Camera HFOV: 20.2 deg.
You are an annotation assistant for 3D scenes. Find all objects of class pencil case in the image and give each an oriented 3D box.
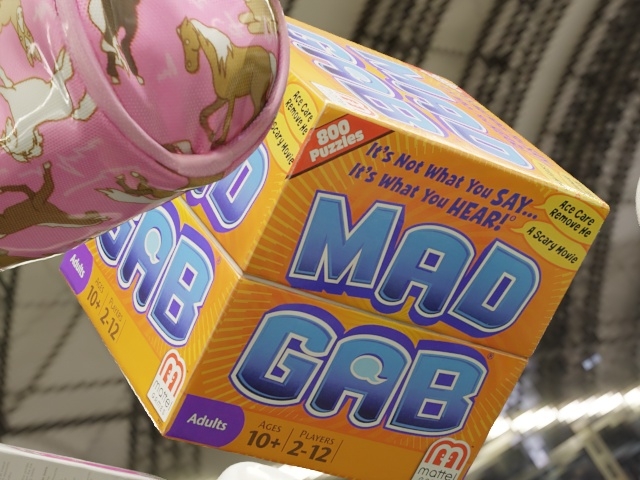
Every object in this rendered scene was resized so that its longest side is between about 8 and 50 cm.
[{"bbox_3d":[-0.192,-0.071,0.961,0.386,0.160,0.167,-18,42,43],"label":"pencil case"}]

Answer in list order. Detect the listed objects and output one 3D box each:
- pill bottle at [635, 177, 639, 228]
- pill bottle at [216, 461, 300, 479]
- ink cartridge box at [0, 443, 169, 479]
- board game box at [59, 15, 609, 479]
[{"bbox_3d":[0.301,0.033,1.188,0.136,0.136,0.246,-32,-42,0],"label":"pill bottle"},{"bbox_3d":[-0.071,0.258,1.177,0.208,0.117,0.117,-53,-23,14],"label":"pill bottle"},{"bbox_3d":[-0.264,0.280,1.622,0.371,0.069,0.176,23,-98,-54],"label":"ink cartridge box"},{"bbox_3d":[0.000,0.000,1.863,0.356,0.356,0.356,17,-73,-32],"label":"board game box"}]
